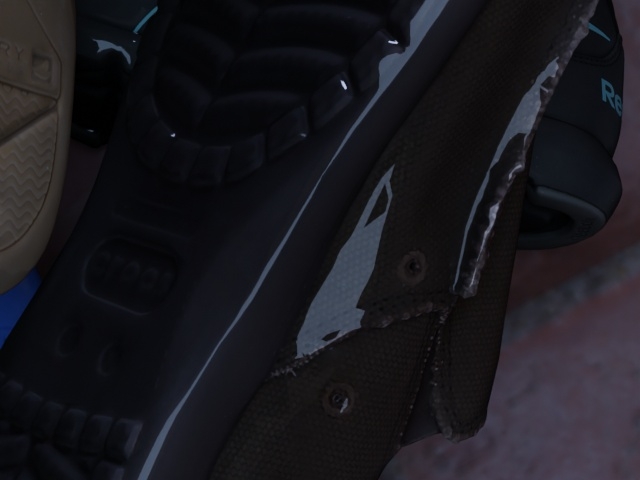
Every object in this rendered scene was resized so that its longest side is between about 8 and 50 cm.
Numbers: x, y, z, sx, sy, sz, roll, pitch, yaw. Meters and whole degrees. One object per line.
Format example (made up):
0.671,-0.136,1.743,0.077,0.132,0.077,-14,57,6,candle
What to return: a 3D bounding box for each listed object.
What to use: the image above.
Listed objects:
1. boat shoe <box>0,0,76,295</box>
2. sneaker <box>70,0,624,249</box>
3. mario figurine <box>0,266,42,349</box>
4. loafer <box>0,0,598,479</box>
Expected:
-0.129,-0.117,0.621,0.092,0.103,0.285,-6,74,35,boat shoe
-0.013,-0.076,0.717,0.267,0.101,0.106,15,73,-4,sneaker
-0.152,0.044,0.710,0.320,0.170,0.198,4,50,-8,mario figurine
0.000,0.000,0.613,0.130,0.134,0.366,33,87,-39,loafer
